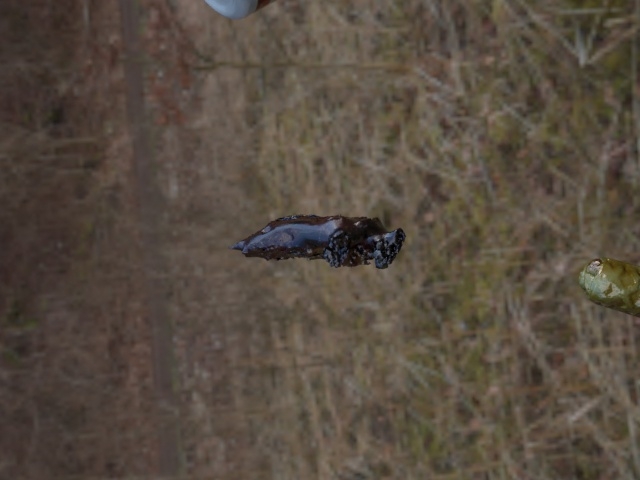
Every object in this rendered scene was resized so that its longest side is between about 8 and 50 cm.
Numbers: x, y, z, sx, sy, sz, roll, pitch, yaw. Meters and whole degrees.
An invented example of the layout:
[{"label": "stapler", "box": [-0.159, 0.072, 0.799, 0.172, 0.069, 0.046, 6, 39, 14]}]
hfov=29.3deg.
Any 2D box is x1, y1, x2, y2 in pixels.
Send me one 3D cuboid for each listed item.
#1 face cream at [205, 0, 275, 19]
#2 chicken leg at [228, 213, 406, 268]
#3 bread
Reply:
[{"label": "face cream", "box": [-0.096, -0.447, 1.776, 0.201, 0.187, 0.201, 47, 158, 25]}, {"label": "chicken leg", "box": [0.000, 0.000, 1.466, 0.234, 0.105, 0.063, 2, 93, 45]}, {"label": "bread", "box": [0.351, 0.054, 1.404, 0.066, 0.110, 0.060, -82, 11, -66]}]
